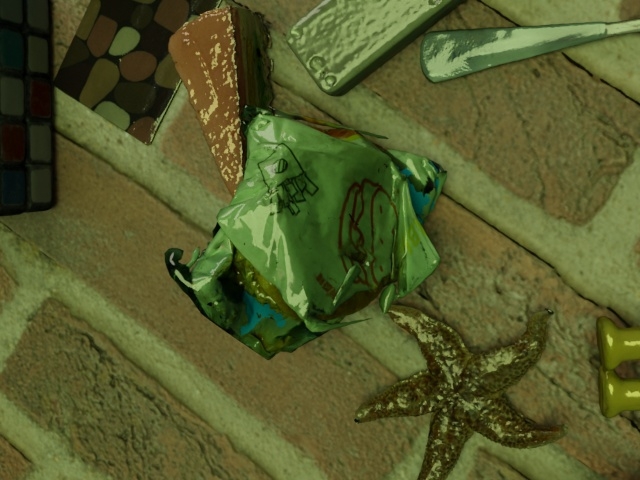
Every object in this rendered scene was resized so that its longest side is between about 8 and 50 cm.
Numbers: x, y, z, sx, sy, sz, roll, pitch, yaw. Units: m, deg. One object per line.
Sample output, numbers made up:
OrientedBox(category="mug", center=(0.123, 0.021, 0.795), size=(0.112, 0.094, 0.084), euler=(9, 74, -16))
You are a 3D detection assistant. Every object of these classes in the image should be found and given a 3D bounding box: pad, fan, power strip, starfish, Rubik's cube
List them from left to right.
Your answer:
OrientedBox(category="Rubik's cube", center=(-0.508, -0.169, 0.962), size=(0.292, 0.287, 0.293), euler=(1, 95, 17))
OrientedBox(category="pad", center=(-0.220, -0.255, 1.018), size=(0.158, 0.003, 0.235), euler=(33, 103, 11))
OrientedBox(category="power strip", center=(0.097, -0.275, 0.899), size=(0.288, 0.053, 0.093), euler=(-36, 84, 16))
OrientedBox(category="starfish", center=(0.149, 0.168, 0.926), size=(0.236, 0.062, 0.277), euler=(34, 105, 11))
OrientedBox(category="fan", center=(0.245, -0.209, 0.881), size=(0.282, 0.023, 0.057), euler=(-3, 93, 18))

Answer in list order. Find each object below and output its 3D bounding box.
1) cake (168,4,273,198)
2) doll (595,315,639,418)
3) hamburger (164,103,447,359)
OrientedBox(category="cake", center=(-0.104, -0.143, 0.941), size=(0.090, 0.109, 0.225), euler=(-5, 94, 17))
OrientedBox(category="doll", center=(0.453, 0.111, 0.791), size=(0.363, 0.145, 0.199), euler=(-5, 108, 13))
OrientedBox(category="hamburger", center=(0.003, 0.007, 0.860), size=(0.261, 0.150, 0.276), euler=(27, 90, -33))
